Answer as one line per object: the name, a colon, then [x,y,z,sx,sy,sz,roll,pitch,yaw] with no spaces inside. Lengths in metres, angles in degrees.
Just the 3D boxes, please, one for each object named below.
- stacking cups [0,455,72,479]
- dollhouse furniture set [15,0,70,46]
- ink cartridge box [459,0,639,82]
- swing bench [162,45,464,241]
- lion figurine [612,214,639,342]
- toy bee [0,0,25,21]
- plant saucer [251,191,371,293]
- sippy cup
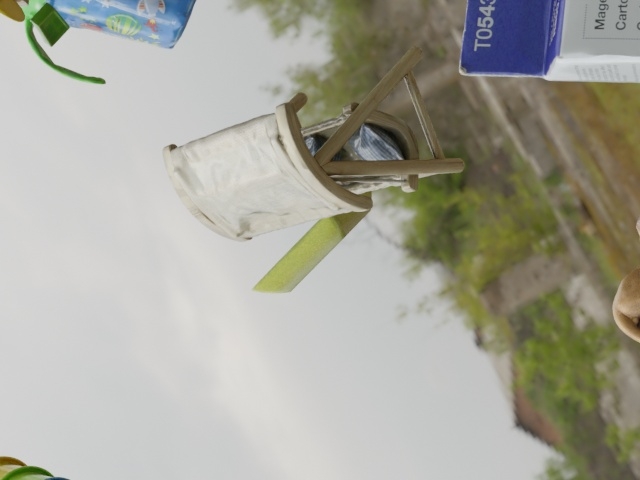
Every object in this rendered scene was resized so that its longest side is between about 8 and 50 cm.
stacking cups: [-0.255,0.279,1.456,0.316,0.096,0.096,-3,126,51]
dollhouse furniture set: [-0.396,-0.321,1.869,0.152,0.076,0.058,37,170,18]
ink cartridge box: [0.283,-0.288,1.155,0.071,0.330,0.324,40,-125,-70]
swing bench: [-0.012,-0.101,1.771,0.253,0.255,0.165,-12,102,51]
lion figurine: [0.513,0.051,2.057,0.392,0.240,0.142,-35,-49,-46]
toy bee: [-0.390,-0.278,1.488,0.195,0.298,0.162,30,174,12]
plant saucer: [0.000,0.000,2.129,0.045,0.188,0.188,45,-152,0]
sippy cup: [-0.279,-0.383,2.013,0.224,0.305,0.240,22,-140,-10]
